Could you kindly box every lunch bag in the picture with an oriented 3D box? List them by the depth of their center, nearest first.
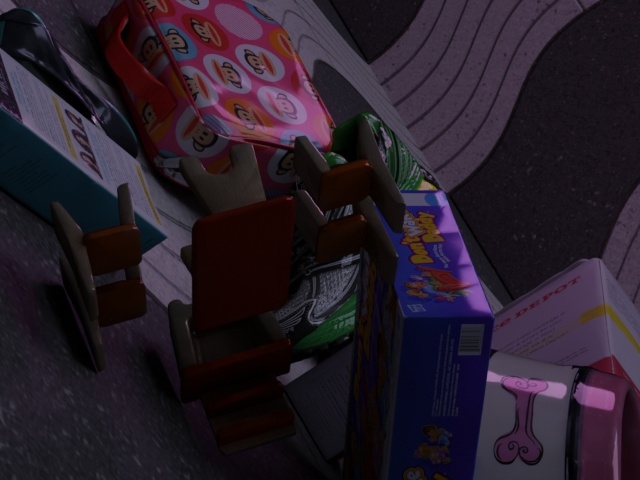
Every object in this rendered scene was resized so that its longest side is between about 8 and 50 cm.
[{"bbox_3d":[-0.131,-0.178,1.822,0.258,0.120,0.293,12,41,-41],"label":"lunch bag"}]

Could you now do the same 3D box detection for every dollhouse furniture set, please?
[{"bbox_3d":[-0.065,0.050,1.294,0.259,0.262,0.135,95,-25,-55],"label":"dollhouse furniture set"}]

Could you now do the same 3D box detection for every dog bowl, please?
[{"bbox_3d":[0.250,0.310,1.613,0.408,0.150,0.408,-4,90,-73],"label":"dog bowl"}]

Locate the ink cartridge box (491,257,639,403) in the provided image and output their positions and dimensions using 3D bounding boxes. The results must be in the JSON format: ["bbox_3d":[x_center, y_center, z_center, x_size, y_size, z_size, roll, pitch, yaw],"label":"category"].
[{"bbox_3d":[0.285,0.217,2.012,0.160,0.279,0.385,52,20,-15],"label":"ink cartridge box"}]

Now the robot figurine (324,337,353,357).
[{"bbox_3d":[0.080,0.088,1.924,0.278,0.173,0.209,37,25,-57],"label":"robot figurine"}]

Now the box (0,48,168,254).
[{"bbox_3d":[-0.231,-0.072,1.365,0.244,0.060,0.100,42,18,-50],"label":"box"}]

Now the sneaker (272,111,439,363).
[{"bbox_3d":[0.000,0.000,1.700,0.146,0.134,0.343,51,44,-23],"label":"sneaker"}]

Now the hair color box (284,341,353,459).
[{"bbox_3d":[0.058,0.148,1.668,0.093,0.167,0.053,59,12,13],"label":"hair color box"}]

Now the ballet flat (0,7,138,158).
[{"bbox_3d":[-0.242,-0.123,1.473,0.203,0.074,0.074,55,10,-38],"label":"ballet flat"}]

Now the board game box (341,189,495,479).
[{"bbox_3d":[0.081,0.159,1.462,0.233,0.078,0.347,-103,-165,-62],"label":"board game box"}]
